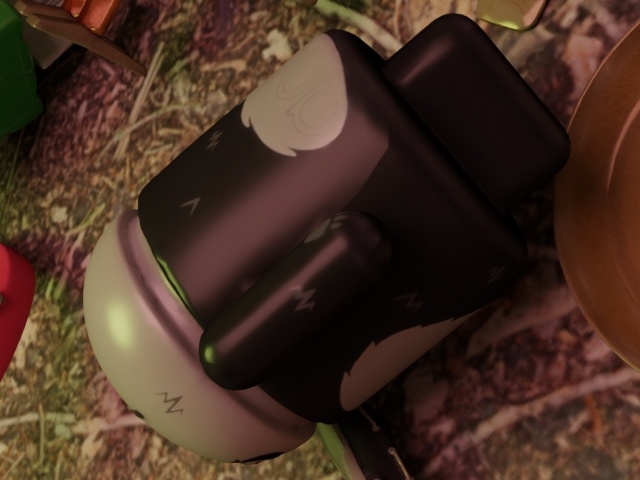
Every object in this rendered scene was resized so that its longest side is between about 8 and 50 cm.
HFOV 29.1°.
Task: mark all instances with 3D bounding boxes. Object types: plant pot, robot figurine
[{"bbox_3d":[0.228,-0.031,0.615,0.236,0.032,0.236,-14,68,36],"label":"plant pot"},{"bbox_3d":[0.002,0.001,0.676,0.278,0.209,0.173,-40,57,11],"label":"robot figurine"}]

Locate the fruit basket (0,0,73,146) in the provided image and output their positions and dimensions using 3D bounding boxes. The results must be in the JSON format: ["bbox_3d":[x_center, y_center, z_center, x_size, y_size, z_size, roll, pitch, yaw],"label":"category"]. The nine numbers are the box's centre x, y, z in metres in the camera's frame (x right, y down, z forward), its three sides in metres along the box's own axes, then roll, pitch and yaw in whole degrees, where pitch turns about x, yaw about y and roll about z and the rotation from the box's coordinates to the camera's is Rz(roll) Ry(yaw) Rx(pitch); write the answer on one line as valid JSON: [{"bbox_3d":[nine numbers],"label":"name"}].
[{"bbox_3d":[-0.420,-0.161,1.044,0.353,0.165,0.327,26,54,30],"label":"fruit basket"}]

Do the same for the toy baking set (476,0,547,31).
[{"bbox_3d":[0.080,-0.247,0.812,0.197,0.030,0.256,-10,70,38],"label":"toy baking set"}]

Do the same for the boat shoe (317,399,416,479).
[{"bbox_3d":[0.023,0.117,0.734,0.038,0.046,0.125,-17,36,-11],"label":"boat shoe"}]

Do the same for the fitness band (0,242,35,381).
[{"bbox_3d":[-0.317,0.123,0.944,0.209,0.054,0.291,-18,42,49],"label":"fitness band"}]

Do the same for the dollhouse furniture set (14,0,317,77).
[{"bbox_3d":[-0.089,-0.241,0.891,0.262,0.135,0.259,-62,26,6],"label":"dollhouse furniture set"}]
